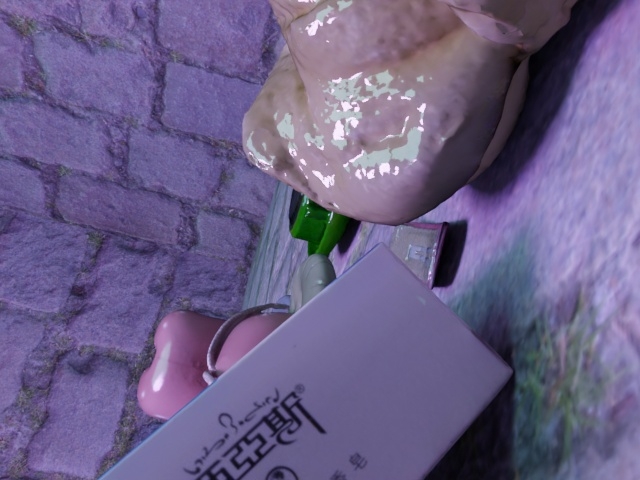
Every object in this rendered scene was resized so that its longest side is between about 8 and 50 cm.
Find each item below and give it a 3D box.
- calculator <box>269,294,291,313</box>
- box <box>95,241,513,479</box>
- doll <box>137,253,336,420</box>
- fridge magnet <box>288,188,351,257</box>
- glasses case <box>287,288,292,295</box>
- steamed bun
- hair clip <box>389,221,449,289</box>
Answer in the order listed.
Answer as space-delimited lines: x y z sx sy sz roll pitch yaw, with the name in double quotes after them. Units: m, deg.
-0.055 0.209 0.977 0.299 0.041 0.185 -96 29 -46 "calculator"
-0.044 0.153 0.402 0.274 0.116 0.203 -38 -13 -29 "box"
-0.069 0.152 0.699 0.268 0.216 0.284 148 138 -70 "doll"
0.009 -0.073 0.976 0.208 0.088 0.208 -166 90 -82 "fridge magnet"
-0.055 0.172 1.135 0.076 0.049 0.197 -137 61 -79 "glasses case"
0.054 -0.214 0.451 0.372 0.230 0.325 115 163 -46 "steamed bun"
0.083 0.010 0.562 0.137 0.022 0.054 -175 98 -82 "hair clip"
